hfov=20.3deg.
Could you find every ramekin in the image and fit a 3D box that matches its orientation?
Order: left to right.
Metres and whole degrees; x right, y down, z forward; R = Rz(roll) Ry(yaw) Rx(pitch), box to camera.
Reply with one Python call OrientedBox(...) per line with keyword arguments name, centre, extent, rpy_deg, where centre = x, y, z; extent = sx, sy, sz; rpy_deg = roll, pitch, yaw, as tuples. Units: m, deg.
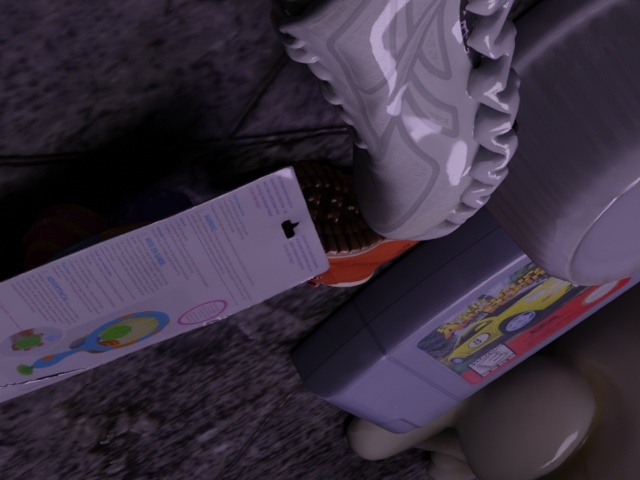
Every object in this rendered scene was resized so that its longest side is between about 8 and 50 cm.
OrientedBox(name="ramekin", centre=(0.181, -0.065, 1.025), extent=(0.207, 0.109, 0.207), rpy_deg=(-26, 156, -13))

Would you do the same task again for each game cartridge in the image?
OrientedBox(name="game cartridge", centre=(0.129, 0.028, 1.226), extent=(0.294, 0.060, 0.196), rpy_deg=(-35, 153, 9))

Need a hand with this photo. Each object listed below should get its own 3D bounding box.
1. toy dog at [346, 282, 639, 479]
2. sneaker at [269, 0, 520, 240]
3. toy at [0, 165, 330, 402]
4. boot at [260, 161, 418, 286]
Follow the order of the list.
OrientedBox(name="toy dog", centre=(0.281, 0.248, 1.398), extent=(0.395, 0.408, 0.284), rpy_deg=(-32, 158, 3))
OrientedBox(name="sneaker", centre=(0.029, -0.100, 0.790), extent=(0.118, 0.110, 0.292), rpy_deg=(-16, 145, -16))
OrientedBox(name="toy", centre=(-0.121, 0.018, 0.885), extent=(0.237, 0.056, 0.137), rpy_deg=(-25, 158, -2))
OrientedBox(name="boot", centre=(0.000, 0.000, 1.002), extent=(0.158, 0.059, 0.084), rpy_deg=(-4, 150, -50))
